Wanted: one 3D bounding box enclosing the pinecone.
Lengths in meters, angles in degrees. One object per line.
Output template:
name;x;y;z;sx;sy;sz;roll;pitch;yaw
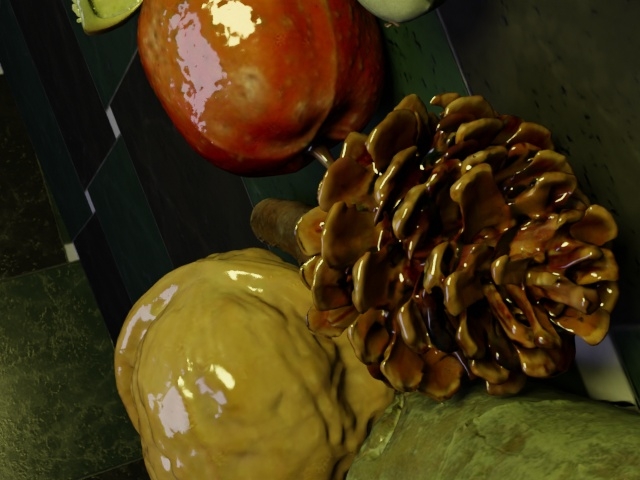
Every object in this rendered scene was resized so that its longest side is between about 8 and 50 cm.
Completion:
pinecone;0.074;0.006;0.527;0.173;0.173;0.173;52;155;38

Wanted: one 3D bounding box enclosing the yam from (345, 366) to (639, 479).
yam;0.120;0.158;0.535;0.304;0.168;0.168;5;115;68

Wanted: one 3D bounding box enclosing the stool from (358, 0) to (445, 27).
stool;0.007;-0.221;0.488;0.153;0.139;0.228;150;101;-72

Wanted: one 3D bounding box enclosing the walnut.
walnut;-0.057;0.128;0.894;0.224;0.257;0.257;-74;-24;-61

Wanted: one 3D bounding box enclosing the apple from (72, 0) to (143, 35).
apple;-0.211;-0.335;0.980;0.193;0.120;0.265;-122;21;-64

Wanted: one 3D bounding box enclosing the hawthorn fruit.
hawthorn fruit;-0.028;-0.108;0.675;0.194;0.157;0.157;62;160;8

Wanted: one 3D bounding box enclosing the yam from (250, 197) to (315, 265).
yam;0.000;0.000;0.857;0.241;0.057;0.057;20;129;63
